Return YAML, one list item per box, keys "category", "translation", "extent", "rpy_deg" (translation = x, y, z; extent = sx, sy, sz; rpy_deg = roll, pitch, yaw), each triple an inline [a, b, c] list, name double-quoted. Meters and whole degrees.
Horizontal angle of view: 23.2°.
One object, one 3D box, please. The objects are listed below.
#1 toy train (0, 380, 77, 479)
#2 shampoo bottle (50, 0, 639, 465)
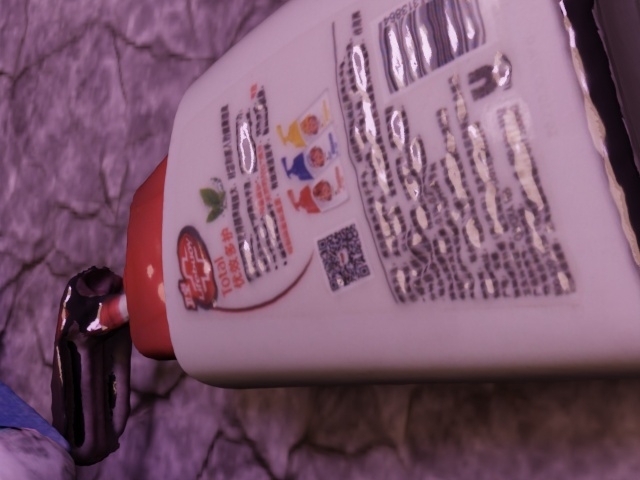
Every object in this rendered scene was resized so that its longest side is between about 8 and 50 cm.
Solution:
- category: "toy train"
  translation: [-0.154, 0.181, 0.556]
  extent: [0.202, 0.131, 0.299]
  rpy_deg: [31, 117, 43]
- category: "shampoo bottle"
  translation: [0.000, 0.000, 0.504]
  extent: [0.284, 0.071, 0.153]
  rpy_deg: [-24, 72, 45]
